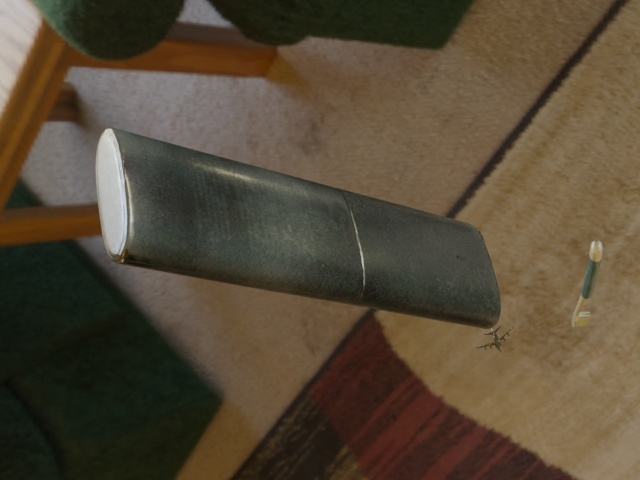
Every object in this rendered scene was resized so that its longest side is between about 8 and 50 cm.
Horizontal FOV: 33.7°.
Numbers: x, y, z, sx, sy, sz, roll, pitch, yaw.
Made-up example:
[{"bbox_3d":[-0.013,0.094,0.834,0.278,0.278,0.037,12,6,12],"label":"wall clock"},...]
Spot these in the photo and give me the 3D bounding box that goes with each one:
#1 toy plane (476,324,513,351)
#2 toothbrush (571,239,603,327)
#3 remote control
[{"bbox_3d":[0.316,0.178,1.902,0.078,0.084,0.024,-30,47,-1],"label":"toy plane"},{"bbox_3d":[0.355,0.063,1.392,0.025,0.276,0.019,-3,65,6],"label":"toothbrush"},{"bbox_3d":[0.000,0.000,0.834,0.044,0.377,0.107,-32,57,41],"label":"remote control"}]
